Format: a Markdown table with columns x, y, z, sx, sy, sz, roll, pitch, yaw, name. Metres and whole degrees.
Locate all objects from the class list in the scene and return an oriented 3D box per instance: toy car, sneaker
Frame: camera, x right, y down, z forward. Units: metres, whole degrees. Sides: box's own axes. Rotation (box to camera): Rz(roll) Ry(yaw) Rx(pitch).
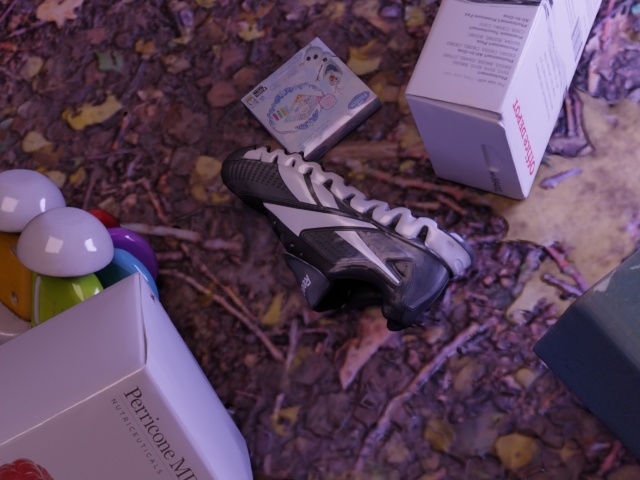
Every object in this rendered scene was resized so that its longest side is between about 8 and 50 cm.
| x | y | z | sx | sy | sz | roll | pitch | yaw | name |
| --- | --- | --- | --- | --- | --- | --- | --- | --- | --- |
| -0.203 | 0.030 | 1.191 | 0.136 | 0.159 | 0.182 | -13 | 31 | -35 | toy car |
| 0.000 | 0.000 | 1.169 | 0.234 | 0.078 | 0.106 | 26 | 73 | 24 | sneaker |

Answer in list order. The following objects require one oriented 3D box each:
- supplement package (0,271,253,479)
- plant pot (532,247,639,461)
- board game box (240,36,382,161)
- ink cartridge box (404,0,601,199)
| x | y | z | sx | sy | sz | roll | pitch | yaw | name |
| --- | --- | --- | --- | --- | --- | --- | --- | --- | --- |
| -0.213 | 0.187 | 1.052 | 0.293 | 0.177 | 0.175 | -29 | 21 | 2 | supplement package |
| 0.324 | 0.080 | 0.940 | 0.247 | 0.248 | 0.252 | -37 | 80 | -6 | plant pot |
| -0.008 | -0.120 | 1.262 | 0.090 | 0.020 | 0.090 | -40 | 60 | -4 | board game box |
| 0.151 | -0.158 | 1.157 | 0.086 | 0.148 | 0.203 | 16 | 71 | 22 | ink cartridge box |
